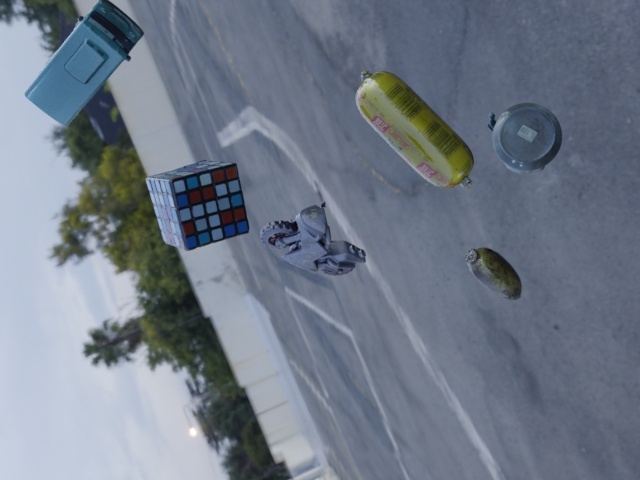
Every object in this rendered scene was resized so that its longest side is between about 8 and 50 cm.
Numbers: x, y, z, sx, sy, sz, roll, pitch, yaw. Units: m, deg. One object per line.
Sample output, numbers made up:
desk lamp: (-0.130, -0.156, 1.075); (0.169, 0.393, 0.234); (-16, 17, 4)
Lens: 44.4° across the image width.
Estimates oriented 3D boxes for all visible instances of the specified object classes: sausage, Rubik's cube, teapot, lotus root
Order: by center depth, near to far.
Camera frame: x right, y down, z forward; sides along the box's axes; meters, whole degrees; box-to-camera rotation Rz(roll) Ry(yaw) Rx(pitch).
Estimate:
sausage: (0.208, -0.241, 1.730); (0.347, 0.123, 0.123); (46, 171, 2)
lotus root: (0.411, 0.075, 1.846); (0.179, 0.080, 0.089); (37, -163, -20)
Rubik's cube: (-0.306, -0.091, 1.966); (0.182, 0.184, 0.187); (14, 120, 58)
teapot: (0.524, -0.265, 2.055); (0.203, 0.171, 0.225); (40, -176, 12)

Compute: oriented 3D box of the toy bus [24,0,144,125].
toy bus: (-0.507, -0.378, 1.677); (0.128, 0.256, 0.147); (39, -148, -22)

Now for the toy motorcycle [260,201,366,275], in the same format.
toy motorcycle: (0.000, 0.000, 1.355); (0.215, 0.122, 0.080); (27, -135, -42)
